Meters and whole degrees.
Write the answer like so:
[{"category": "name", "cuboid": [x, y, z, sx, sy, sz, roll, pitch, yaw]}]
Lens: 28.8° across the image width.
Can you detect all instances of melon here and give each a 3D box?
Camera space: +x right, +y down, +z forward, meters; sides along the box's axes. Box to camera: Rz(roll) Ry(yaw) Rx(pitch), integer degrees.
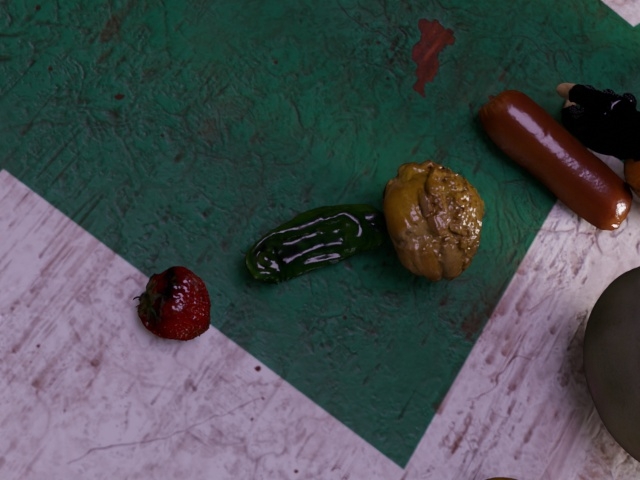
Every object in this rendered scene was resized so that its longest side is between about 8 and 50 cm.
[{"category": "melon", "cuboid": [0.520, 0.177, 1.814, 0.268, 0.268, 0.330, 4, 61, -22]}]

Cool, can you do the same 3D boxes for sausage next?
[{"category": "sausage", "cuboid": [0.378, -0.127, 1.979, 0.300, 0.083, 0.089, 38, 63, -6]}]

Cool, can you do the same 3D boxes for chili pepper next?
[{"category": "chili pepper", "cuboid": [0.003, 0.002, 1.780, 0.257, 0.074, 0.100, -19, 81, -24]}]

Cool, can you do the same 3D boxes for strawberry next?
[{"category": "strawberry", "cuboid": [-0.187, 0.086, 1.651, 0.106, 0.106, 0.106, 8, 67, -20]}]

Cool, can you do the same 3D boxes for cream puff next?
[{"category": "cream puff", "cuboid": [0.171, -0.032, 1.806, 0.189, 0.129, 0.189, -17, 90, -71]}]

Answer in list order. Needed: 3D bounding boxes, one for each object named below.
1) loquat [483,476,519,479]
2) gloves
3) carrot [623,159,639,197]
[{"category": "loquat", "cuboid": [0.249, 0.397, 1.682, 0.163, 0.137, 0.163, 12, 48, -14]}, {"category": "gloves", "cuboid": [0.444, -0.194, 2.007, 0.129, 0.181, 0.106, 5, 100, -21]}, {"category": "carrot", "cuboid": [0.600, -0.075, 2.009, 0.225, 0.159, 0.159, 47, 54, -37]}]
